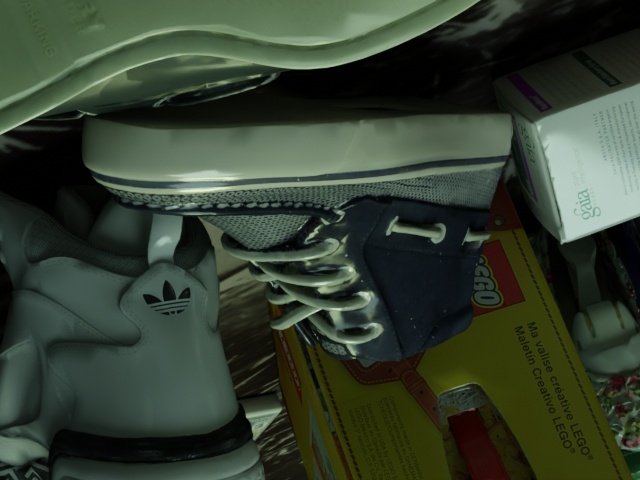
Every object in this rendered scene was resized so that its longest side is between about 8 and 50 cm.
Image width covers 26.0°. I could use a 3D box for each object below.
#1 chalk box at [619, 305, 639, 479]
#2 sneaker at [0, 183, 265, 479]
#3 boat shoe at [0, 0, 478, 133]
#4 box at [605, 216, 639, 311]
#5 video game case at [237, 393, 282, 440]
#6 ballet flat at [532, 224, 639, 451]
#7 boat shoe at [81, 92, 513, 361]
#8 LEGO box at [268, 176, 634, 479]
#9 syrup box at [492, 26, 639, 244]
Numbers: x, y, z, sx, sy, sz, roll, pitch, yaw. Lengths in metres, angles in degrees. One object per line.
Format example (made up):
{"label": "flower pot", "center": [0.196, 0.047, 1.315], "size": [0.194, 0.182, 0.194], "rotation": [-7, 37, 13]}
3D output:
{"label": "chalk box", "center": [0.313, 0.152, 1.294], "size": [0.179, 0.289, 0.180], "rotation": [-19, 157, -3]}
{"label": "sneaker", "center": [-0.162, 0.075, 0.905], "size": [0.137, 0.210, 0.366], "rotation": [-4, 175, -34]}
{"label": "boat shoe", "center": [-0.066, -0.123, 0.629], "size": [0.340, 0.127, 0.113], "rotation": [-23, -164, 0]}
{"label": "box", "center": [0.298, 0.000, 1.089], "size": [0.103, 0.184, 0.261], "rotation": [-20, 156, 3]}
{"label": "video game case", "center": [-0.153, 0.209, 1.368], "size": [0.190, 0.022, 0.173], "rotation": [-7, 153, -30]}
{"label": "ballet flat", "center": [0.217, 0.059, 1.112], "size": [0.091, 0.241, 0.077], "rotation": [-15, 133, 0]}
{"label": "boat shoe", "center": [0.000, 0.000, 0.789], "size": [0.127, 0.158, 0.340], "rotation": [14, -168, 37]}
{"label": "LEGO box", "center": [0.124, 0.256, 1.102], "size": [0.193, 0.500, 0.372], "rotation": [-17, 157, -7]}
{"label": "syrup box", "center": [0.244, -0.092, 0.918], "size": [0.236, 0.096, 0.093], "rotation": [-20, 116, 0]}
